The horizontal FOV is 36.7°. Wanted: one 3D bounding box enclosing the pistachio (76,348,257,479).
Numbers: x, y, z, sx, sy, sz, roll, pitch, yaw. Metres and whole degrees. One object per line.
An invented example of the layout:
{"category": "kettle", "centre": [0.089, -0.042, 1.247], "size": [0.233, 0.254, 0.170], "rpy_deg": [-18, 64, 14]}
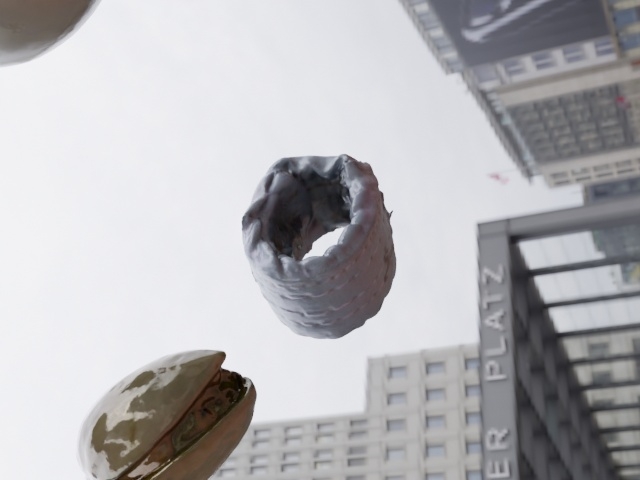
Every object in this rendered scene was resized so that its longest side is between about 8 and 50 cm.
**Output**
{"category": "pistachio", "centre": [-0.140, 0.168, 0.852], "size": [0.124, 0.185, 0.124], "rpy_deg": [52, -173, -10]}

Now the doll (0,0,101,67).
{"category": "doll", "centre": [-0.272, -0.154, 0.556], "size": [0.215, 0.370, 0.226], "rpy_deg": [50, -162, -16]}

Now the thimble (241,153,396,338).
{"category": "thimble", "centre": [0.001, 0.002, 0.904], "size": [0.118, 0.127, 0.151], "rpy_deg": [70, -155, -49]}
